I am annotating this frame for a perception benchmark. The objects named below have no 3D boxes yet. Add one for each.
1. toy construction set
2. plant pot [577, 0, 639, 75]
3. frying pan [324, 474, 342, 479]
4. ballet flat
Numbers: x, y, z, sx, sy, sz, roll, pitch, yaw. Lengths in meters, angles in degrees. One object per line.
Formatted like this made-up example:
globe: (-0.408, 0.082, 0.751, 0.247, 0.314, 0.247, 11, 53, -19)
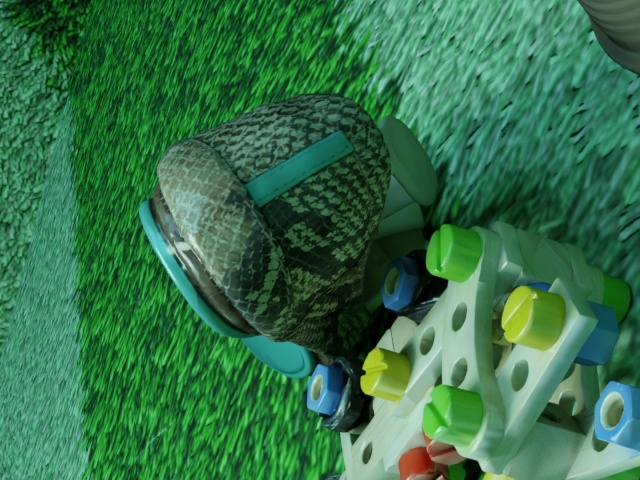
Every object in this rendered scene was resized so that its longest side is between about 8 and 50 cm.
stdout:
toy construction set: (0.063, 0.117, 0.781, 0.328, 0.151, 0.215, -43, 34, 28)
plant pot: (0.197, -0.212, 0.748, 0.237, 0.110, 0.237, -49, 31, 44)
frying pan: (-0.014, 0.320, 0.915, 0.197, 0.053, 0.326, -22, 52, 65)
ballet flat: (0.000, 0.000, 0.940, 0.182, 0.164, 0.483, -32, -8, -3)
